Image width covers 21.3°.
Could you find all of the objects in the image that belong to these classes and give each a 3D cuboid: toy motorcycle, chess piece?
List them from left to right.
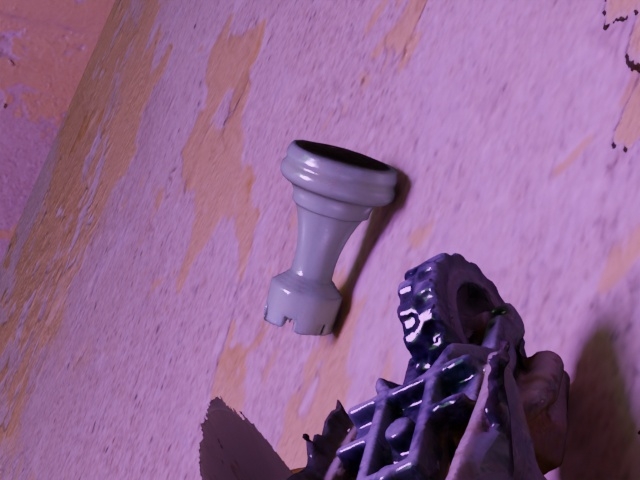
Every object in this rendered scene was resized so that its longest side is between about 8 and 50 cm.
[{"bbox_3d":[0.000,0.000,0.963,0.067,0.067,0.103,-126,51,-71],"label":"chess piece"},{"bbox_3d":[0.055,0.103,0.589,0.094,0.130,0.229,-31,20,27],"label":"toy motorcycle"}]

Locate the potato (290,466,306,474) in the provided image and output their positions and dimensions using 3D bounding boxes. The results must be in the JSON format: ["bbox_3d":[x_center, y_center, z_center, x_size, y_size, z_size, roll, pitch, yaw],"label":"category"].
[{"bbox_3d":[-0.013,0.171,0.767,0.138,0.070,0.091,-70,22,2],"label":"potato"}]

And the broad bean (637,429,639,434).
[{"bbox_3d":[0.154,-0.016,0.525,0.195,0.046,0.061,-53,20,38],"label":"broad bean"}]

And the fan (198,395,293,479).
[{"bbox_3d":[0.027,0.188,0.550,0.009,0.191,0.329,-28,47,7],"label":"fan"}]
